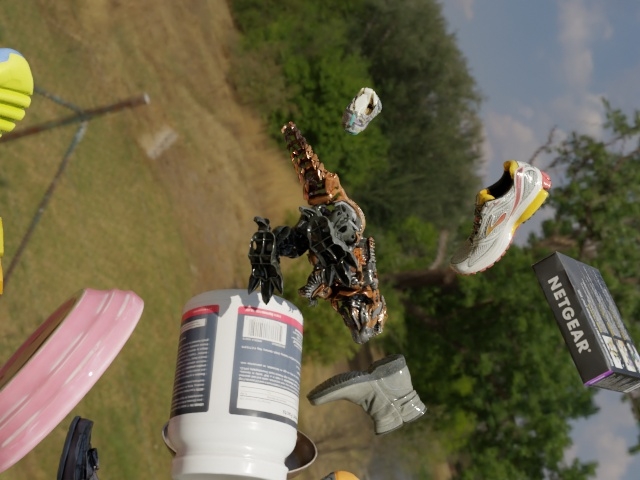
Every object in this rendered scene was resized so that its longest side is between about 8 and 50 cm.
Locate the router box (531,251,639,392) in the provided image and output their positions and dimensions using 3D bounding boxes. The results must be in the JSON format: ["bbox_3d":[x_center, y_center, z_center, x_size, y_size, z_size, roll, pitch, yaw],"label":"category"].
[{"bbox_3d":[0.362,0.110,1.239,0.133,0.046,0.178,18,45,-47],"label":"router box"}]

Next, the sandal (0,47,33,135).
[{"bbox_3d":[-0.539,-0.174,1.285,0.138,0.317,0.126,63,13,25],"label":"sandal"}]

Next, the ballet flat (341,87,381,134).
[{"bbox_3d":[0.058,-0.177,1.210,0.114,0.041,0.041,-60,138,-55],"label":"ballet flat"}]

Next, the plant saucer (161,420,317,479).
[{"bbox_3d":[-0.164,0.417,1.843,0.310,0.311,0.050,-86,-174,-80],"label":"plant saucer"}]

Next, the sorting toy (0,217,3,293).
[{"bbox_3d":[-0.537,-0.070,1.469,0.307,0.041,0.229,-118,-145,-46],"label":"sorting toy"}]

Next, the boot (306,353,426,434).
[{"bbox_3d":[0.105,0.368,2.074,0.083,0.247,0.161,-116,-174,-85],"label":"boot"}]

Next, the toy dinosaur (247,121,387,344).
[{"bbox_3d":[0.000,0.000,1.332,0.322,0.164,0.218,53,29,4],"label":"toy dinosaur"}]

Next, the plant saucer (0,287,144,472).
[{"bbox_3d":[-0.401,0.187,1.356,0.084,0.332,0.332,44,12,-14],"label":"plant saucer"}]

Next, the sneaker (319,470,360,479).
[{"bbox_3d":[0.000,0.358,0.955,0.121,0.099,0.262,-97,-165,-85],"label":"sneaker"}]

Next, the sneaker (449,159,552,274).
[{"bbox_3d":[0.288,-0.041,1.575,0.093,0.225,0.088,31,12,-20],"label":"sneaker"}]

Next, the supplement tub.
[{"bbox_3d":[-0.126,0.225,1.391,0.191,0.191,0.272,67,24,-64],"label":"supplement tub"}]

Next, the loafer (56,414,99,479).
[{"bbox_3d":[-0.471,0.499,1.822,0.109,0.095,0.302,170,-69,-88],"label":"loafer"}]
